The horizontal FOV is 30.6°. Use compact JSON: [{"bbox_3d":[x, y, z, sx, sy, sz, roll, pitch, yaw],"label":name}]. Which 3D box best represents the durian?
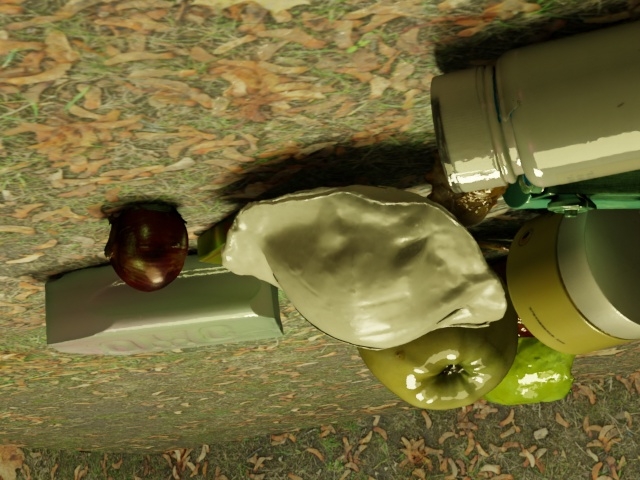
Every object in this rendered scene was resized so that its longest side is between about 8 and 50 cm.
[{"bbox_3d":[0.396,0.238,2.397,0.340,0.204,0.256,-16,174,22],"label":"durian"}]

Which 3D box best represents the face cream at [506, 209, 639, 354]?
[{"bbox_3d":[0.400,0.041,1.652,0.218,0.218,0.179,2,163,-28],"label":"face cream"}]

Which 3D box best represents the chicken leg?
[{"bbox_3d":[0.190,-0.087,1.394,0.101,0.085,0.207,14,149,-17],"label":"chicken leg"}]

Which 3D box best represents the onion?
[{"bbox_3d":[-0.227,0.012,1.521,0.119,0.118,0.117,-3,168,-13],"label":"onion"}]

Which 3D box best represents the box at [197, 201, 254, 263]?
[{"bbox_3d":[0.000,0.000,1.673,0.311,0.043,0.173,4,162,-33],"label":"box"}]

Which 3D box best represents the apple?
[{"bbox_3d":[0.186,0.133,1.836,0.263,0.262,0.262,-6,164,-2],"label":"apple"}]

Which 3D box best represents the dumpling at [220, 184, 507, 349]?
[{"bbox_3d":[0.064,0.025,1.461,0.341,0.181,0.260,33,150,12],"label":"dumpling"}]

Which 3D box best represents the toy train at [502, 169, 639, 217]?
[{"bbox_3d":[0.351,-0.073,1.479,0.248,0.101,0.159,0,176,-18],"label":"toy train"}]

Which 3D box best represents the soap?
[{"bbox_3d":[-0.241,0.102,1.813,0.347,0.115,0.208,-6,164,2],"label":"soap"}]

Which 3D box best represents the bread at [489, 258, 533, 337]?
[{"bbox_3d":[0.377,0.102,2.014,0.247,0.135,0.232,-8,165,5],"label":"bread"}]

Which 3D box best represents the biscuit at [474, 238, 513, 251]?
[{"bbox_3d":[0.326,0.011,1.808,0.203,0.016,0.144,4,-177,-29],"label":"biscuit"}]

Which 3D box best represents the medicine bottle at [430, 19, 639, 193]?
[{"bbox_3d":[0.245,-0.127,1.135,0.258,0.143,0.143,-12,163,15],"label":"medicine bottle"}]
